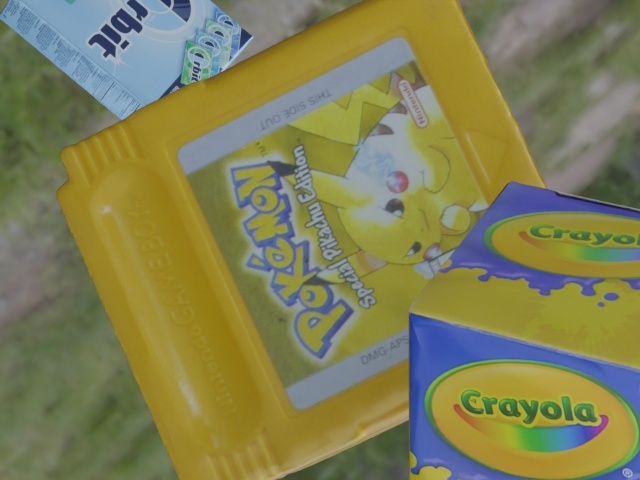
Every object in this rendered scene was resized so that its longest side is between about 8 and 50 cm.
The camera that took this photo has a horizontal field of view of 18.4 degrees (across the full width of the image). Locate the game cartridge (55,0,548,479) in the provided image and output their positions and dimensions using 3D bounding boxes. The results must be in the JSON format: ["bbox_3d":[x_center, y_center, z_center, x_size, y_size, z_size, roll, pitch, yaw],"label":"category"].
[{"bbox_3d":[0.000,0.000,1.402,0.324,0.285,0.053,-26,171,5],"label":"game cartridge"}]

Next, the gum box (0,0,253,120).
[{"bbox_3d":[-0.175,-0.195,1.805,0.041,0.184,0.157,-45,-174,47],"label":"gum box"}]

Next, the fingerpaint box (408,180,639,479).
[{"bbox_3d":[0.277,0.200,1.094,0.163,0.445,0.371,-48,144,-50],"label":"fingerpaint box"}]
